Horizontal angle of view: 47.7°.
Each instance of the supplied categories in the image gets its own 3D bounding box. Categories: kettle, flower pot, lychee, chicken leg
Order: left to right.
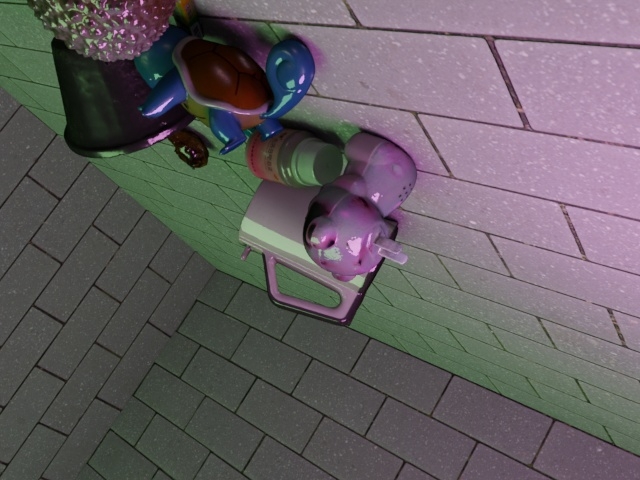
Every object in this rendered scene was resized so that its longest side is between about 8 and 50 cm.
[{"bbox_3d":[-0.374,-0.463,1.262,0.300,0.300,0.300,30,165,9],"label":"lychee"},{"bbox_3d":[-0.486,-0.392,1.714,0.380,0.379,0.251,21,145,37],"label":"flower pot"},{"bbox_3d":[-0.470,-0.340,2.263,0.304,0.093,0.113,40,-178,-11],"label":"chicken leg"},{"bbox_3d":[-0.025,0.022,1.946,0.377,0.361,0.250,28,161,6],"label":"kettle"}]

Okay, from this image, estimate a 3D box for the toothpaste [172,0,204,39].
[{"bbox_3d":[-0.286,-0.478,1.526,0.043,0.037,0.178,28,164,11],"label":"toothpaste"}]

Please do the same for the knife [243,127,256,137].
[{"bbox_3d":[-0.244,-0.335,1.935,0.297,0.026,0.044,37,162,-8],"label":"knife"}]

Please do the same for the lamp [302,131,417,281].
[{"bbox_3d":[0.102,-0.056,1.576,0.248,0.301,0.247,25,164,24],"label":"lamp"}]

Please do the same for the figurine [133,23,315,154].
[{"bbox_3d":[-0.206,-0.304,1.489,0.417,0.298,0.242,15,121,24],"label":"figurine"}]

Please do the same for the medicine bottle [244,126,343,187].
[{"bbox_3d":[-0.065,-0.202,1.767,0.247,0.147,0.147,18,159,45],"label":"medicine bottle"}]
